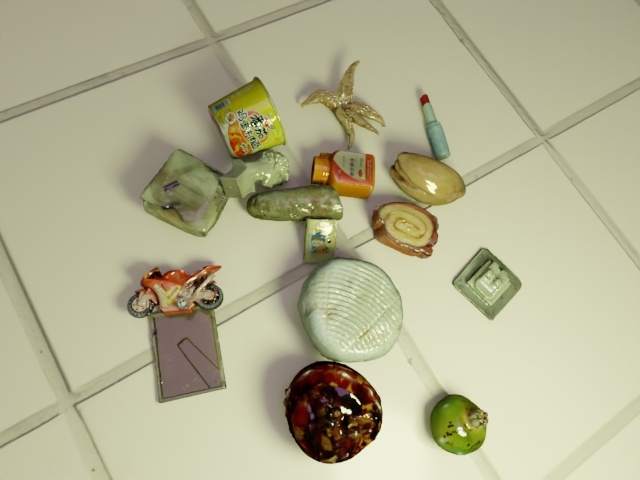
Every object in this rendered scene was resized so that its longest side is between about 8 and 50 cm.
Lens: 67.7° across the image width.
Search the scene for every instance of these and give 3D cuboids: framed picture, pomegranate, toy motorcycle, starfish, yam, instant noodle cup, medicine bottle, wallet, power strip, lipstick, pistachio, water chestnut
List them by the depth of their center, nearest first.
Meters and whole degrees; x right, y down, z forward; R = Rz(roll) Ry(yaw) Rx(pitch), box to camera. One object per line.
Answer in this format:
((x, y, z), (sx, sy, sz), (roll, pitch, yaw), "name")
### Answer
((0.032, 0.499, 1.374), (0.299, 0.300, 0.300), (3, 71, -8), "water chestnut")
((0.435, 0.558, 1.462), (0.179, 0.210, 0.180), (10, 56, -15), "pomegranate")
((-0.418, 0.347, 1.500), (0.208, 0.019, 0.281), (-8, 73, -12), "framed picture")
((-0.459, 0.158, 1.518), (0.297, 0.089, 0.171), (-5, 61, -12), "toy motorcycle")
((0.000, 0.000, 1.634), (0.110, 0.039, 0.155), (2, 108, -9), "wallet")
((-0.091, -0.123, 1.664), (0.330, 0.133, 0.133), (-4, 72, -4), "yam")
((-0.260, -0.413, 1.677), (0.200, 0.264, 0.264), (-27, 77, -9), "instant noodle cup")
((0.609, 0.149, 1.709), (0.198, 0.064, 0.213), (43, 71, 9), "power strip")
((0.081, -0.242, 1.734), (0.222, 0.112, 0.150), (6, 69, -7), "medicine bottle")
((0.398, -0.224, 1.756), (0.292, 0.162, 0.182), (20, 43, -2), "pistachio")
((0.129, -0.506, 1.852), (0.301, 0.084, 0.293), (-40, 85, -16), "starfish")
((0.446, -0.452, 1.889), (0.061, 0.068, 0.274), (-11, 74, -9), "lipstick")

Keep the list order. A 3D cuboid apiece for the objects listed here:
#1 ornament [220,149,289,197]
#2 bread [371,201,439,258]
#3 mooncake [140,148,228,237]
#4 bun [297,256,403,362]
((-0.223, -0.232, 1.632), (0.120, 0.130, 0.285), (17, 27, 37), "ornament")
((0.292, -0.049, 1.696), (0.244, 0.123, 0.190), (24, 67, -1), "bread")
((-0.438, -0.154, 1.609), (0.250, 0.136, 0.255), (30, 71, -2), "mooncake")
((0.090, 0.230, 1.529), (0.354, 0.194, 0.355), (4, 68, -10), "bun")
